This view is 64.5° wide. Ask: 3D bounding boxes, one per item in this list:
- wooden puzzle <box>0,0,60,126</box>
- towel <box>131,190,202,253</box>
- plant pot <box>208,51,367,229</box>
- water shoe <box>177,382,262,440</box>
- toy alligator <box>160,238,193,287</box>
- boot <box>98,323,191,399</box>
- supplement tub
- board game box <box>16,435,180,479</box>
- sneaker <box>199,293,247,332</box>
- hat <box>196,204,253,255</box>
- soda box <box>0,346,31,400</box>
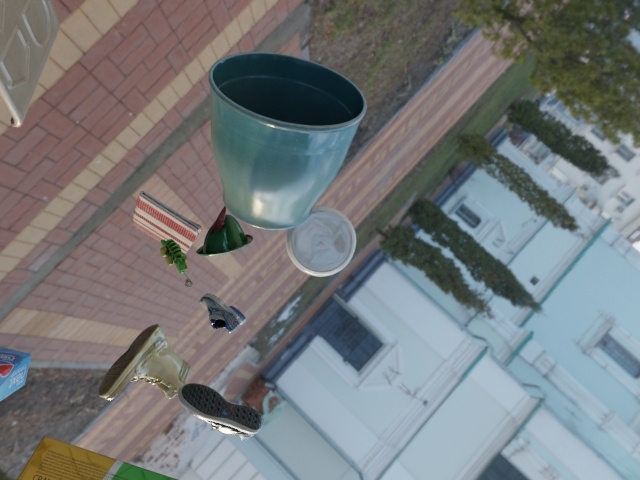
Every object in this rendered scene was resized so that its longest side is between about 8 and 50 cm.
[{"bbox_3d":[-0.640,-0.460,1.022,0.348,0.080,0.322,110,-17,-58],"label":"wooden puzzle"},{"bbox_3d":[-0.557,-0.055,1.819,0.037,0.237,0.329,-63,-167,-26],"label":"towel"},{"bbox_3d":[-0.081,-0.168,0.939,0.271,0.271,0.255,-38,154,-46],"label":"plant pot"},{"bbox_3d":[-0.230,0.390,1.123,0.080,0.203,0.073,-55,-168,32],"label":"water shoe"},{"bbox_3d":[-0.422,0.054,1.505,0.056,0.190,0.051,-15,146,-43],"label":"toy alligator"},{"bbox_3d":[-0.504,0.404,1.489,0.095,0.204,0.262,-17,-153,30],"label":"boot"},{"bbox_3d":[0.000,0.000,1.748,0.235,0.235,0.325,-47,-178,0],"label":"supplement tub"},{"bbox_3d":[-0.218,0.351,0.549,0.317,0.242,0.064,-56,-165,35],"label":"board game box"},{"bbox_3d":[-0.229,0.163,1.124,0.058,0.135,0.052,-51,140,-24],"label":"sneaker"},{"bbox_3d":[-0.303,-0.068,1.534,0.208,0.184,0.173,-5,-161,25],"label":"hat"},{"bbox_3d":[-0.642,0.272,0.971,0.210,0.067,0.071,-144,-111,-83],"label":"soda box"}]
